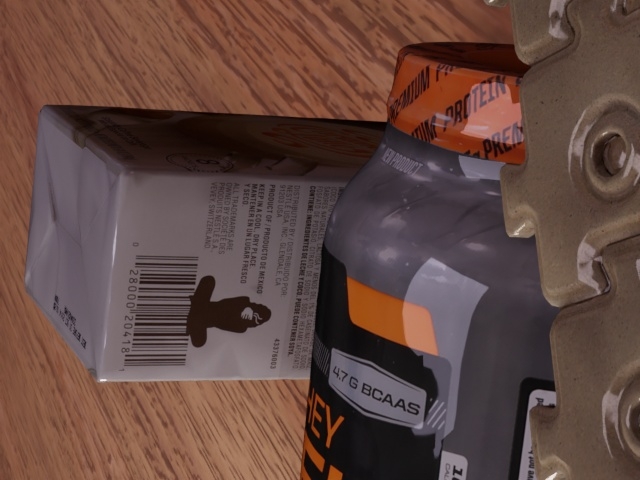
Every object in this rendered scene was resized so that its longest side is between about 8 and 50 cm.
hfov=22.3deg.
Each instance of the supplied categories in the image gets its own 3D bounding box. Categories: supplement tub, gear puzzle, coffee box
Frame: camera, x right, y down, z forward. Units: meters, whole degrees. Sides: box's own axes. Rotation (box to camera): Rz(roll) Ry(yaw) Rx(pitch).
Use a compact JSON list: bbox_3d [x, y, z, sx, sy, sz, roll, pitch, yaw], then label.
[{"bbox_3d":[0.088,0.088,0.633,0.193,0.194,0.315,-150,64,-63],"label":"supplement tub"},{"bbox_3d":[0.118,-0.078,0.472,0.175,0.044,0.338,-25,66,53],"label":"gear puzzle"},{"bbox_3d":[0.000,0.000,0.766,0.141,0.247,0.098,-145,60,-61],"label":"coffee box"}]
